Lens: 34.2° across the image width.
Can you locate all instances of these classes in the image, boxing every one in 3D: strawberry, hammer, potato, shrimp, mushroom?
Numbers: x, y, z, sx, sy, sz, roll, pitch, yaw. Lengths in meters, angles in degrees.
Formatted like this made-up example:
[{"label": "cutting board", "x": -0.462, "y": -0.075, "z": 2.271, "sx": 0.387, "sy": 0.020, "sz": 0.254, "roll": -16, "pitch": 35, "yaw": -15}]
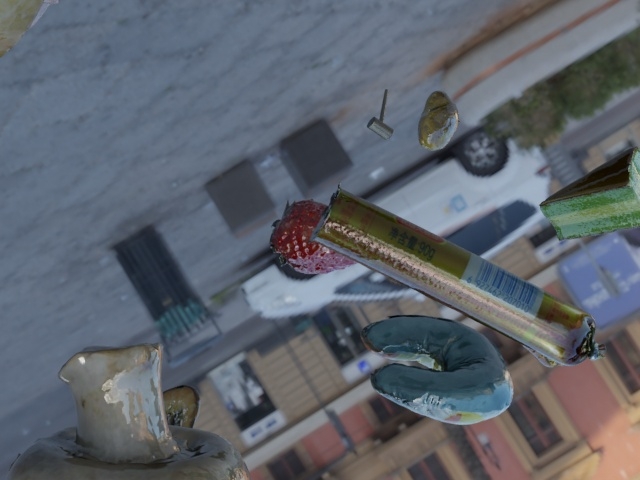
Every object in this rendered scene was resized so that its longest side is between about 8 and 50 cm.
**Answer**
[{"label": "strawberry", "x": -0.003, "y": -0.006, "z": 1.629, "sx": 0.148, "sy": 0.131, "sz": 0.131, "roll": -8, "pitch": -175, "yaw": 23}, {"label": "hammer", "x": 0.092, "y": -0.189, "z": 1.523, "sx": 0.019, "sy": 0.035, "sz": 0.110, "roll": -45, "pitch": -159, "yaw": 35}, {"label": "potato", "x": 0.141, "y": -0.140, "z": 1.227, "sx": 0.045, "sy": 0.047, "sz": 0.092, "roll": 100, "pitch": 8, "yaw": -45}, {"label": "shrimp", "x": -0.255, "y": 0.295, "z": 1.638, "sx": 0.178, "sy": 0.124, "sz": 0.034, "roll": -20, "pitch": 141, "yaw": 29}, {"label": "mushroom", "x": -0.227, "y": 0.265, "z": 1.223, "sx": 0.298, "sy": 0.289, "sz": 0.297, "roll": 0, "pitch": -176, "yaw": 0}]

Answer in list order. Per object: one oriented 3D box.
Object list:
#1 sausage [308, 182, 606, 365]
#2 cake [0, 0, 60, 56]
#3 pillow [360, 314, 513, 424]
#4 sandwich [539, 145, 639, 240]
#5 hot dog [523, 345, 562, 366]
[{"label": "sausage", "x": 0.168, "y": 0.047, "z": 1.214, "sx": 0.082, "sy": 0.372, "sz": 0.082, "roll": -64, "pitch": 179, "yaw": -2}, {"label": "cake", "x": -0.264, "y": -0.206, "z": 0.732, "sx": 0.208, "sy": 0.185, "sz": 0.178, "roll": -39, "pitch": 165, "yaw": 17}, {"label": "pillow", "x": 0.162, "y": 0.171, "z": 1.440, "sx": 0.233, "sy": 0.214, "sz": 0.086, "roll": -102, "pitch": -153, "yaw": -63}, {"label": "sandwich", "x": 0.335, "y": -0.055, "z": 1.255, "sx": 0.116, "sy": 0.074, "sz": 0.074, "roll": -13, "pitch": -143, "yaw": 34}, {"label": "hot dog", "x": 0.377, "y": 0.163, "z": 1.784, "sx": 0.071, "sy": 0.165, "sz": 0.045, "roll": -34, "pitch": -145, "yaw": 16}]
